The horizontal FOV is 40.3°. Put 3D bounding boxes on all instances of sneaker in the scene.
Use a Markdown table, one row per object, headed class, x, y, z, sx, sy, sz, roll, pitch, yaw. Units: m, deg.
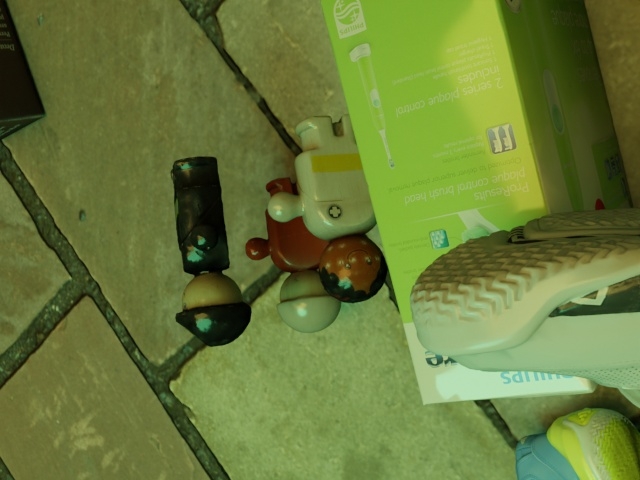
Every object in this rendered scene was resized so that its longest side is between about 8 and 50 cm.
| class | x | y | z | sx | sy | sz | roll | pitch | yaw |
| --- | --- | --- | --- | --- | --- | --- | --- | --- | --- |
| sneaker | 0.233 | 0.088 | 0.457 | 0.366 | 0.137 | 0.210 | -5 | 98 | -5 |
| sneaker | 0.236 | 0.250 | 0.710 | 0.126 | 0.091 | 0.240 | -24 | 88 | 52 |

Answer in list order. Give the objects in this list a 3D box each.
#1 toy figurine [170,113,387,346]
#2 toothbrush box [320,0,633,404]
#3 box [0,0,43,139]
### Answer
| class | x | y | z | sx | sy | sz | roll | pitch | yaw |
| --- | --- | --- | --- | --- | --- | --- | --- | --- | --- |
| toy figurine | 0.000 | 0.000 | 0.709 | 0.209 | 0.213 | 0.148 | -13 | 80 | 31 |
| toothbrush box | 0.130 | -0.054 | 0.620 | 0.122 | 0.206 | 0.283 | -11 | 95 | 33 |
| box | -0.478 | -0.281 | 0.988 | 0.191 | 0.143 | 0.381 | -18 | 90 | 33 |
